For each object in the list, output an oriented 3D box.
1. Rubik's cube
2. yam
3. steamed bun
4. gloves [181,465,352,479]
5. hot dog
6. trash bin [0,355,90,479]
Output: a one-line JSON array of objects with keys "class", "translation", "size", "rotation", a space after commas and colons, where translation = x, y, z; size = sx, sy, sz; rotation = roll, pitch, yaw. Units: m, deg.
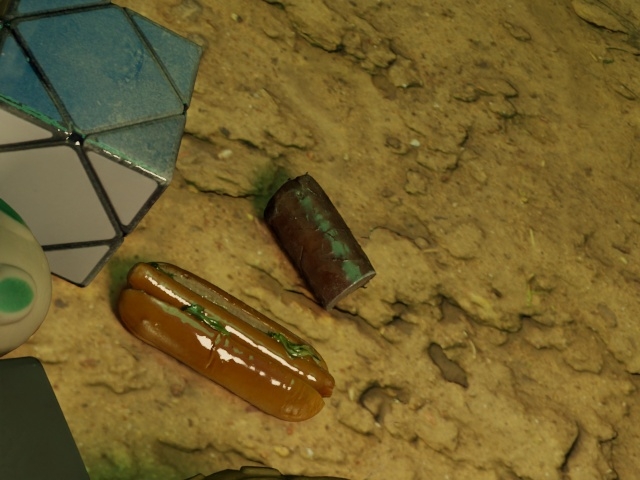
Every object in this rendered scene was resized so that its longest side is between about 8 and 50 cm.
[{"class": "Rubik's cube", "translation": [-0.262, -0.114, 1.637], "size": [0.205, 0.207, 0.205], "rotation": [27, 46, -19]}, {"class": "yam", "translation": [-0.002, 0.001, 1.834], "size": [0.079, 0.079, 0.141], "rotation": [-22, 72, -44]}, {"class": "steamed bun", "translation": [-0.353, 0.025, 1.516], "size": [0.228, 0.131, 0.177], "rotation": [12, 50, -26]}, {"class": "gloves", "translation": [-0.116, 0.279, 1.401], "size": [0.331, 0.154, 0.141], "rotation": [-27, 69, -13]}, {"class": "hot dog", "translation": [-0.094, 0.100, 1.692], "size": [0.249, 0.068, 0.100], "rotation": [30, 43, -14]}, {"class": "trash bin", "translation": [-0.332, 0.195, 1.422], "size": [0.236, 0.101, 0.177], "rotation": [-8, 61, -42]}]
